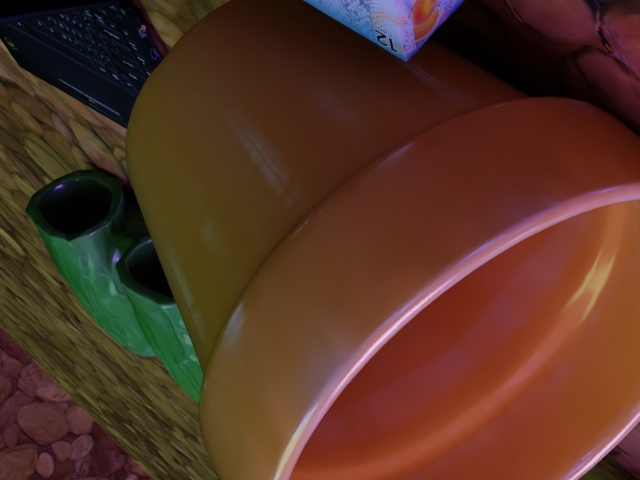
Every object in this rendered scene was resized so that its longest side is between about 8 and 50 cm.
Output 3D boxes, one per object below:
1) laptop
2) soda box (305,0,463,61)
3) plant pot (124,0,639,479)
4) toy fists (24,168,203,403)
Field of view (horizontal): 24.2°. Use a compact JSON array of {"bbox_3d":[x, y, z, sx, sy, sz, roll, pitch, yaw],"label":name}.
[{"bbox_3d":[-0.217,-0.116,0.917,0.234,0.136,0.264,31,160,36],"label":"laptop"},{"bbox_3d":[-0.022,-0.141,0.541,0.183,0.058,0.063,35,162,26],"label":"soda box"},{"bbox_3d":[0.020,0.000,0.594,0.188,0.205,0.205,51,171,33],"label":"plant pot"},{"bbox_3d":[-0.121,0.041,1.174,0.279,0.096,0.142,27,148,47],"label":"toy fists"}]
